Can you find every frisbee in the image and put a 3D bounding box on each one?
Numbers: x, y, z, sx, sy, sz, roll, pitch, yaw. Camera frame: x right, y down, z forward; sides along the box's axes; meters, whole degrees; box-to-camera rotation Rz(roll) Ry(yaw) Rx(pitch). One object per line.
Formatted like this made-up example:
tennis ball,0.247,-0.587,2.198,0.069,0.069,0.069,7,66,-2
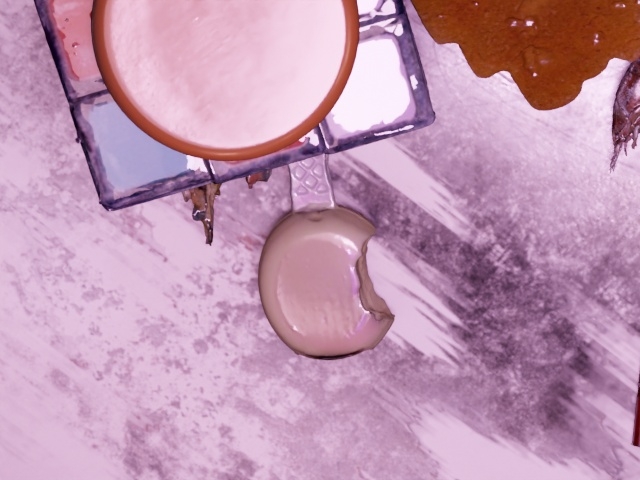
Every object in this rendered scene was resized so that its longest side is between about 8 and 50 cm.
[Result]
frisbee,-0.088,-0.196,1.467,0.250,0.021,0.251,0,103,-2

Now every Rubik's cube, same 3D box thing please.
Rubik's cube,-0.093,-0.264,1.640,0.358,0.363,0.362,-15,101,2

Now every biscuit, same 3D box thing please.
biscuit,0.224,-0.263,1.690,0.301,0.043,0.278,15,138,-19

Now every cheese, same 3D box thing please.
cheese,0.000,0.000,1.886,0.163,0.082,0.286,-2,108,11

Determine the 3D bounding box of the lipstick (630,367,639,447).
lipstick,0.394,0.164,1.900,0.027,0.027,0.177,5,109,9

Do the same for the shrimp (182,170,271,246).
shrimp,-0.108,-0.127,1.875,0.145,0.059,0.254,-12,101,2

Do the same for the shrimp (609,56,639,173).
shrimp,0.360,-0.148,1.777,0.065,0.056,0.165,16,115,-2
